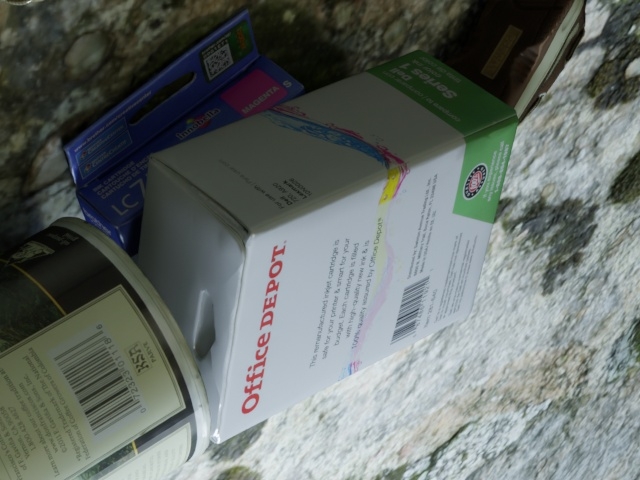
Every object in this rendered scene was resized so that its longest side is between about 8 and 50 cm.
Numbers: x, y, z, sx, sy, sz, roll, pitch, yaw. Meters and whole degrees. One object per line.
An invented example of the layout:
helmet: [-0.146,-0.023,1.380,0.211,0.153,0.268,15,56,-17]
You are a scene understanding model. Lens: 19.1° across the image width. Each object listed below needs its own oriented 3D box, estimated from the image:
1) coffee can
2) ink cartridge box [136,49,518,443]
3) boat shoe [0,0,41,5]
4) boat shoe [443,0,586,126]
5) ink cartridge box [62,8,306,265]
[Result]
coffee can: [-0.243,0.134,1.303,0.275,0.201,0.201,-31,143,-27]
ink cartridge box: [0.000,0.000,1.423,0.278,0.117,0.201,-24,139,-37]
boat shoe: [-0.177,-0.194,1.129,0.324,0.122,0.120,-27,144,-29]
boat shoe: [0.143,-0.117,1.610,0.257,0.095,0.095,-50,153,0]
ink cartridge box: [-0.081,-0.014,1.479,0.186,0.065,0.311,-38,144,-18]
